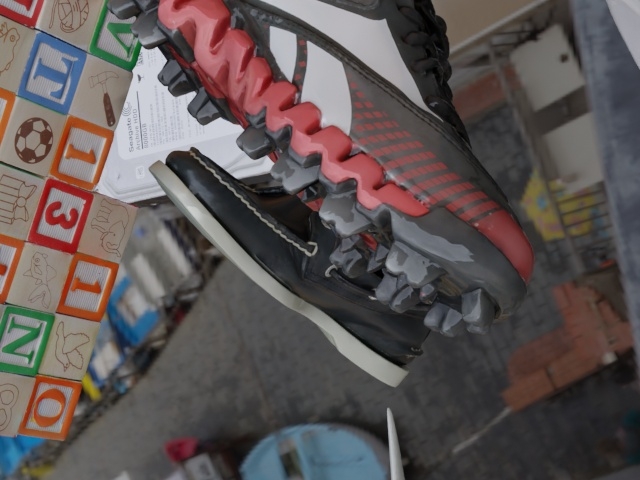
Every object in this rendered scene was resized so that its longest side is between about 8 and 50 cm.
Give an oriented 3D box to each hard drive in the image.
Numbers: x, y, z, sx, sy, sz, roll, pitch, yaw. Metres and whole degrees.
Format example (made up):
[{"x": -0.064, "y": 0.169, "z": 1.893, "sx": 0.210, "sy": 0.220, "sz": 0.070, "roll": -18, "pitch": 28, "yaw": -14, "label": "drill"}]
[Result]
[{"x": -0.148, "y": -0.172, "z": 1.508, "sx": 0.339, "sy": 0.064, "sz": 0.236, "roll": -9, "pitch": 85, "yaw": 41, "label": "hard drive"}]

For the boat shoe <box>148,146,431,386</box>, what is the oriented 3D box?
[{"x": 0.002, "y": 0.002, "z": 1.030, "sx": 0.113, "sy": 0.340, "sz": 0.127, "roll": -46, "pitch": 41, "yaw": 3, "label": "boat shoe"}]

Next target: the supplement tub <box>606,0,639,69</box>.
[{"x": 0.344, "y": -0.169, "z": 0.710, "sx": 0.325, "sy": 0.235, "sz": 0.235, "roll": -33, "pitch": 75, "yaw": 6, "label": "supplement tub"}]

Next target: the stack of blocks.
[{"x": -0.211, "y": -0.029, "z": 0.848, "sx": 0.087, "sy": 0.171, "sz": 0.297, "roll": 15, "pitch": 88, "yaw": 39, "label": "stack of blocks"}]

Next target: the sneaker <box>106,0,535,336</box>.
[{"x": 0.018, "y": -0.075, "z": 0.587, "sx": 0.135, "sy": 0.097, "sz": 0.276, "roll": -39, "pitch": 53, "yaw": -5, "label": "sneaker"}]

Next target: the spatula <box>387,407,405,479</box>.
[{"x": 0.060, "y": 0.235, "z": 0.697, "sx": 0.168, "sy": 0.019, "sz": 0.242, "roll": 80, "pitch": -176, "yaw": -49, "label": "spatula"}]
